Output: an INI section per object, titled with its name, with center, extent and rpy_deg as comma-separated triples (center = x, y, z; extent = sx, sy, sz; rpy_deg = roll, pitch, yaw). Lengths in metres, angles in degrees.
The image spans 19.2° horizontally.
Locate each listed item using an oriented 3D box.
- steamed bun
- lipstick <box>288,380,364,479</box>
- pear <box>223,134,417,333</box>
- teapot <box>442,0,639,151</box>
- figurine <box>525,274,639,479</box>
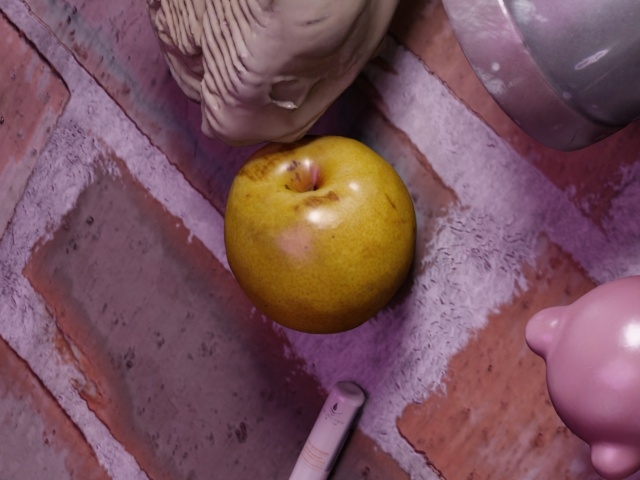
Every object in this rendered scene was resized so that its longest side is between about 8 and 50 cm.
[steamed bun]
center = -0.025, -0.266, 1.919
extent = 0.310, 0.219, 0.324
rpy_deg = -123, 38, -47
[lipstick]
center = 0.007, 0.218, 2.084
extent = 0.040, 0.040, 0.141
rpy_deg = 39, 119, 28
[pear]
center = 0.000, 0.000, 1.955
extent = 0.209, 0.209, 0.209
rpy_deg = 8, 102, 39
[teapot]
center = 0.290, -0.279, 1.676
extent = 0.312, 0.233, 0.315
rpy_deg = -29, 51, 32
[figurine]
center = 0.291, 0.118, 1.749
extent = 0.173, 0.173, 0.173
rpy_deg = 8, 102, 39
